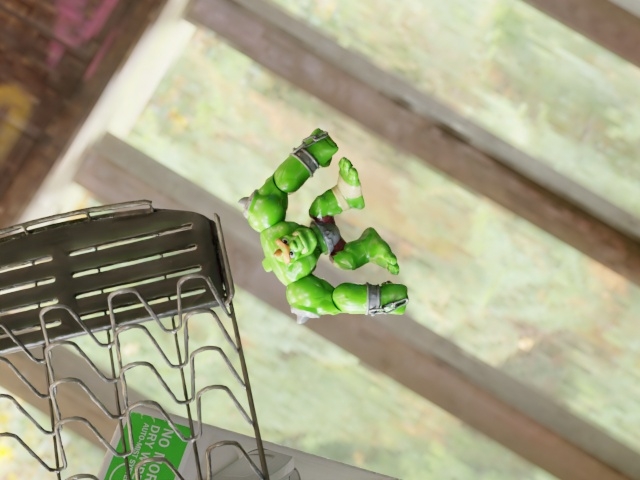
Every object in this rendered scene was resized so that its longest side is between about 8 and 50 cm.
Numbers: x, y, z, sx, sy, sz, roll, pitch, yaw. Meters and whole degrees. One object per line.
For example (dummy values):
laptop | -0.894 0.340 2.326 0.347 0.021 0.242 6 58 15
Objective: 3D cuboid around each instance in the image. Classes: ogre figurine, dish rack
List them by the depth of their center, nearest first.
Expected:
dish rack | -0.126 0.093 0.850 0.074 0.208 0.271 81 -4 -59
ogre figurine | 0.000 0.000 1.615 0.118 0.197 0.097 -26 -166 -9

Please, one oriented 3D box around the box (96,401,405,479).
box | -0.020 0.229 1.050 0.262 0.231 0.126 86 22 -63
